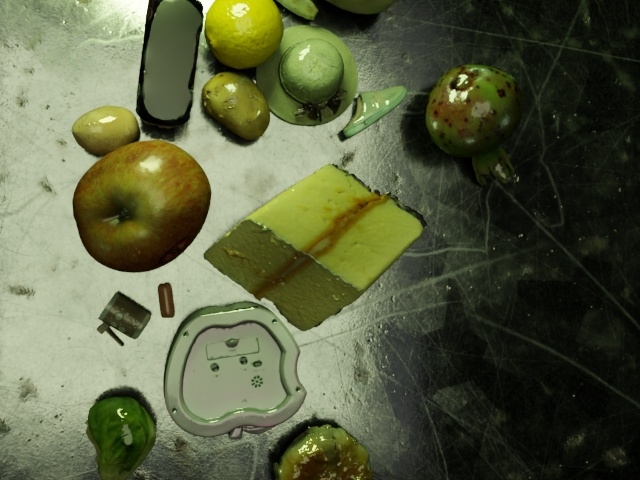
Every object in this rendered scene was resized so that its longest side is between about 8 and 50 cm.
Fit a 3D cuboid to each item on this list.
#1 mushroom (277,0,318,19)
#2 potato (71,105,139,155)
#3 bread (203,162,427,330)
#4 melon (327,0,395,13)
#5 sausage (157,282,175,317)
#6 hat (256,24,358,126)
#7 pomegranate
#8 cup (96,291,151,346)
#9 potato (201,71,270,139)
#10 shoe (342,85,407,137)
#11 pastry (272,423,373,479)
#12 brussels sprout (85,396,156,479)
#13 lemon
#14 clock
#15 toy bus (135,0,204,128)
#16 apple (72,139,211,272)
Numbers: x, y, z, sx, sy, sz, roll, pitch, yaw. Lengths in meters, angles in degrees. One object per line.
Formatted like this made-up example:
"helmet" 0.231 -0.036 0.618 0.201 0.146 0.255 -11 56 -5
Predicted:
"mushroom" -0.135 -0.655 1.682 0.333 0.087 0.107 31 102 -12
"potato" -0.483 -0.247 1.594 0.147 0.112 0.112 -19 93 -19
"bread" 0.000 0.000 1.731 0.345 0.242 0.405 46 48 -4
"melon" 0.067 -0.664 1.655 0.317 0.223 0.223 30 83 -9
"sausage" -0.359 0.140 1.646 0.034 0.034 0.083 -7 89 -12
"hat" -0.021 -0.405 1.680 0.257 0.130 0.257 0 90 -11
"pomegranate" 0.400 -0.292 1.732 0.306 0.242 0.242 35 82 -30
"cup" -0.451 0.186 1.605 0.099 0.074 0.102 34 83 -10
"potato" -0.192 -0.319 1.645 0.176 0.137 0.137 31 83 -12
"shoe" 0.123 -0.332 1.734 0.195 0.079 0.078 -41 104 -6
"pastry" 0.015 0.572 1.674 0.236 0.121 0.256 -19 94 -12
"brussels sprout" -0.443 0.437 1.574 0.146 0.131 0.183 -19 88 -6
"lemon" -0.172 -0.489 1.623 0.203 0.178 0.178 -41 98 -29
"clock" -0.201 0.311 1.643 0.339 0.102 0.338 0 89 -12
"toy bus" -0.342 -0.404 1.602 0.128 0.147 0.302 6 89 -13
"apple" -0.391 -0.075 1.535 0.278 0.250 0.309 32 85 -10
